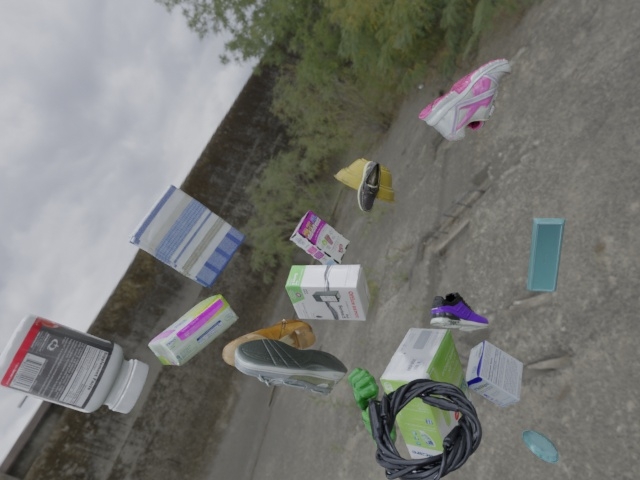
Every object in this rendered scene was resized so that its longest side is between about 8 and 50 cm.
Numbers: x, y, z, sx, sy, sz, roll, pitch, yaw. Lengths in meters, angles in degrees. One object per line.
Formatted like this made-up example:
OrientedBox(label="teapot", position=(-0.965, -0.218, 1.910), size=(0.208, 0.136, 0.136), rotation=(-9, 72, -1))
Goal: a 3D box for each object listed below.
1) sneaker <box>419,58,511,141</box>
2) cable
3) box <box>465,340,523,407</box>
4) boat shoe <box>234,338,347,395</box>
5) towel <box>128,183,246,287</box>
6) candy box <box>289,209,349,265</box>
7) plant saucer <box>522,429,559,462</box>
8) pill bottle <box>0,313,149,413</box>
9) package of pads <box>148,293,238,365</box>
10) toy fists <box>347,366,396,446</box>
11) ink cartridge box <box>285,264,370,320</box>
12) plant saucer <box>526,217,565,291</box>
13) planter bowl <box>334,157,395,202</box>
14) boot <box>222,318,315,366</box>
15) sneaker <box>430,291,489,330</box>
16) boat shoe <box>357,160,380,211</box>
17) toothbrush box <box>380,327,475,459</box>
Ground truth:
OrientedBox(label="sneaker", position=(0.343, -0.311, 1.064), size=(0.252, 0.111, 0.103), rotation=(-39, 9, -11))
OrientedBox(label="cable", position=(0.145, 0.262, 0.647), size=(0.184, 0.151, 0.047), rotation=(-97, -3, -73))
OrientedBox(label="box", position=(0.494, 0.380, 1.338), size=(0.072, 0.137, 0.126), rotation=(-55, 4, 48))
OrientedBox(label="boat shoe", position=(-0.073, 0.319, 1.140), size=(0.118, 0.320, 0.103), rotation=(38, 104, 48))
OrientedBox(label="towel", position=(-0.394, -0.009, 1.408), size=(0.209, 0.285, 0.034), rotation=(-56, 22, -7))
OrientedBox(label="candy box", position=(0.000, 0.000, 2.041), size=(0.071, 0.233, 0.159), rotation=(-43, 14, 44))
OrientedBox(label="plant saucer", position=(0.684, 0.631, 1.453), size=(0.021, 0.119, 0.119), rotation=(-33, -11, -26))
OrientedBox(label="pill bottle", position=(-0.603, 0.317, 1.158), size=(0.176, 0.319, 0.176), rotation=(-46, 27, 32))
OrientedBox(label="package of pads", position=(-0.394, 0.275, 1.445), size=(0.229, 0.101, 0.296), rotation=(-40, 8, -29))
OrientedBox(label="toy fists", position=(0.171, 0.557, 1.572), size=(0.279, 0.096, 0.142), rotation=(-116, 17, -45))
OrientedBox(label="ink cartridge box", position=(0.033, 0.196, 1.761), size=(0.114, 0.273, 0.198), rotation=(-73, -26, -43))
OrientedBox(label="plant saucer", position=(0.525, 0.039, 1.096), size=(0.018, 0.067, 0.192), rotation=(-59, -33, -60))
OrientedBox(label="planter bowl", position=(0.159, -0.205, 1.505), size=(0.217, 0.217, 0.090), rotation=(-86, 19, -75))
OrientedBox(label="boot", position=(-0.168, 0.319, 1.491), size=(0.211, 0.295, 0.104), rotation=(177, 85, -74))
OrientedBox(label="sneaker", position=(0.569, 0.283, 1.902), size=(0.102, 0.293, 0.146), rotation=(-29, 55, 53))
OrientedBox(label="boat shoe", position=(0.145, -0.158, 1.381), size=(0.049, 0.056, 0.152), rotation=(-151, 64, -72))
OrientedBox(label="toothbrush box", position=(0.287, 0.402, 1.225), size=(0.122, 0.283, 0.206), rotation=(-3, 27, 38))
